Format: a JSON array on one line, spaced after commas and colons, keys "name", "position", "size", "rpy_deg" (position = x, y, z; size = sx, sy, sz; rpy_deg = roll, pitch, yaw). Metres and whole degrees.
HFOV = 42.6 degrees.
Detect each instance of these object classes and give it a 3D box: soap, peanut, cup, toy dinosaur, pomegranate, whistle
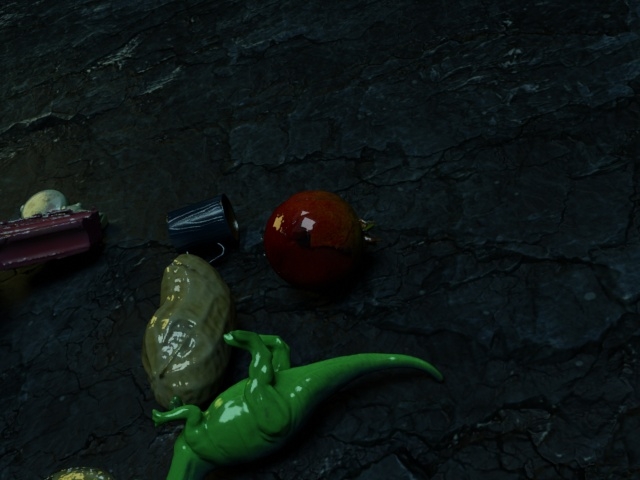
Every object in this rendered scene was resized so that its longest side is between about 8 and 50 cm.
[{"name": "soap", "position": [-0.646, -0.011, 1.953], "size": [0.250, 0.099, 0.162], "rpy_deg": [-13, 14, -15]}, {"name": "peanut", "position": [-0.253, 0.182, 1.613], "size": [0.174, 0.158, 0.340], "rpy_deg": [15, 43, -3]}, {"name": "cup", "position": [-0.266, -0.021, 1.857], "size": [0.138, 0.113, 0.150], "rpy_deg": [-17, 41, 6]}, {"name": "toy dinosaur", "position": [-0.055, 0.344, 1.416], "size": [0.500, 0.144, 0.374], "rpy_deg": [11, 75, 3]}, {"name": "pomegranate", "position": [0.000, 0.000, 1.677], "size": [0.235, 0.210, 0.210], "rpy_deg": [-1, 38, -20]}, {"name": "whistle", "position": [-0.656, -0.063, 2.088], "size": [0.258, 0.067, 0.126], "rpy_deg": [8, 63, 22]}]

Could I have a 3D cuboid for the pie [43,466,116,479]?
[{"name": "pie", "position": [-0.450, 0.517, 1.421], "size": [0.274, 0.055, 0.274], "rpy_deg": [-11, 43, 11]}]
